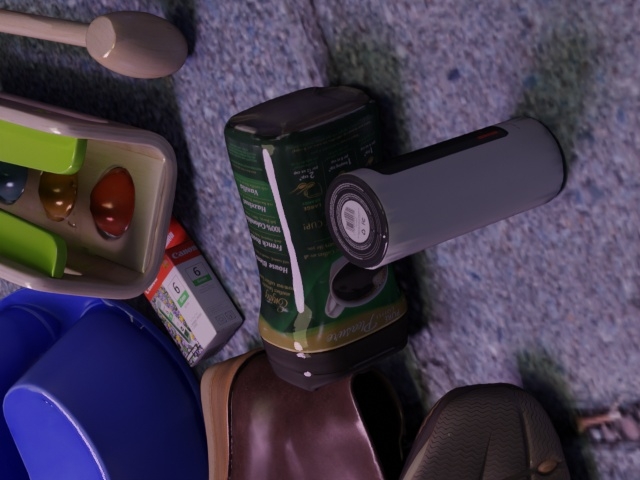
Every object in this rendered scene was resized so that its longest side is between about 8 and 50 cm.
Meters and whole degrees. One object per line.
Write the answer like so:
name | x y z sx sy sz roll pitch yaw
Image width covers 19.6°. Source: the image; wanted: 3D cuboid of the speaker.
speaker | 0.071 -0.028 1.037 0.055 0.136 0.055 29 128 45

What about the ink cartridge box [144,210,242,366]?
ink cartridge box | -0.109 0.033 1.416 0.115 0.029 0.063 56 145 13

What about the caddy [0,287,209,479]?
caddy | -0.198 0.205 1.522 0.241 0.179 0.341 -3 109 29

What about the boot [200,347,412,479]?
boot | -0.002 0.199 1.319 0.207 0.090 0.248 1 107 56

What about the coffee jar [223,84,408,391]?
coffee jar | 0.000 0.000 1.187 0.079 0.096 0.184 19 125 51

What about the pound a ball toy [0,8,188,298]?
pound a ball toy | -0.205 -0.079 1.418 0.319 0.136 0.208 16 97 49

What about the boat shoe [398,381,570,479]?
boat shoe | 0.073 0.248 1.202 0.130 0.132 0.355 -126 42 -66
